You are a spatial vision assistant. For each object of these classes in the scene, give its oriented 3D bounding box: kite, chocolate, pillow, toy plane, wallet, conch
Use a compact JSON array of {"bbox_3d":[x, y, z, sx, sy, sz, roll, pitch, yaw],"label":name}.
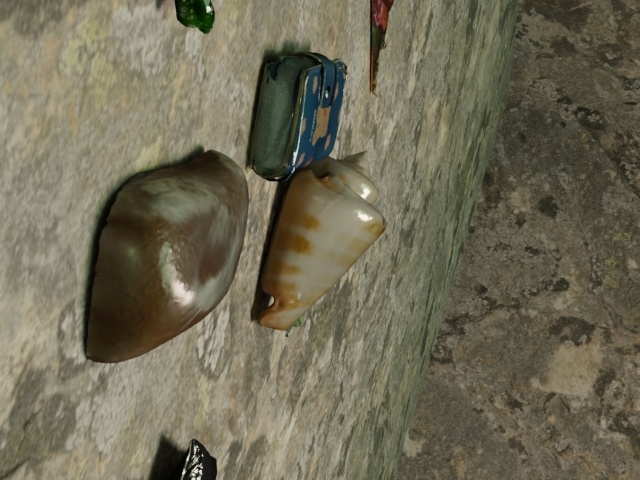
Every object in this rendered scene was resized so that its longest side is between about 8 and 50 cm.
[{"bbox_3d":[0.104,-0.381,1.788,0.234,0.016,0.321,-13,115,-76],"label":"kite"},{"bbox_3d":[-0.117,0.014,1.069,0.254,0.080,0.157,-40,141,-70],"label":"chocolate"},{"bbox_3d":[-0.156,0.322,1.265,0.141,0.055,0.208,84,22,-72],"label":"pillow"},{"bbox_3d":[-0.038,0.099,1.615,0.083,0.033,0.080,92,14,-66],"label":"toy plane"},{"bbox_3d":[-0.021,-0.150,1.377,0.202,0.059,0.141,-35,134,-71],"label":"wallet"},{"bbox_3d":[0.012,0.002,1.510,0.158,0.127,0.255,37,70,-79],"label":"conch"}]

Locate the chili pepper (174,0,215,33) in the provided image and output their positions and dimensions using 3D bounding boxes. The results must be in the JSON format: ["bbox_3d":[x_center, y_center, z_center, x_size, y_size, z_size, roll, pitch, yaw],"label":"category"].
[{"bbox_3d":[-0.062,-0.296,1.043,0.279,0.065,0.122,-60,168,-48],"label":"chili pepper"}]
